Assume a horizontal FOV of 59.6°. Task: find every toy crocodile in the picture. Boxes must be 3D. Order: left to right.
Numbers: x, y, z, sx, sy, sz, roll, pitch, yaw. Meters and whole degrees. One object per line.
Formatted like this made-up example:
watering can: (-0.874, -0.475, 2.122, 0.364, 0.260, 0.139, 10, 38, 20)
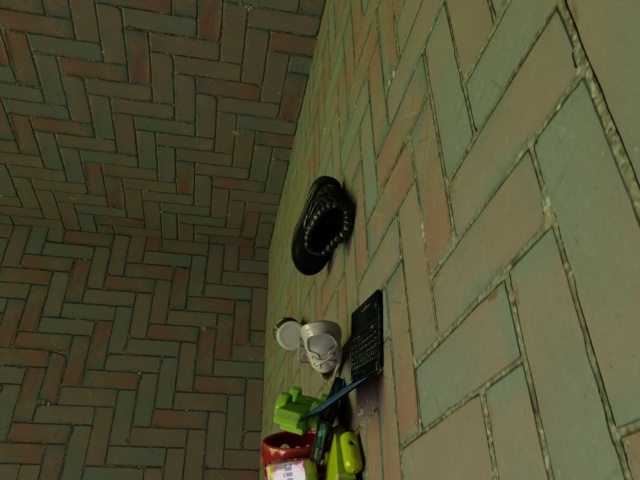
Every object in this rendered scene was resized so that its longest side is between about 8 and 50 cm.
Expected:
toy crocodile: (-0.045, 0.451, 1.453, 0.340, 0.115, 0.105, 41, -119, -77)

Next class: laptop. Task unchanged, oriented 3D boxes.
laptop: (0.040, 0.260, 1.238, 0.234, 0.136, 0.265, 120, 154, -66)

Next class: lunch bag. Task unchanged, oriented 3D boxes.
lunch bag: (-0.039, 0.356, 1.828, 0.053, 0.071, 0.083, 114, 160, -65)

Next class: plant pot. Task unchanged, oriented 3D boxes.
plant pot: (-0.057, 0.610, 1.481, 0.191, 0.191, 0.174, 156, 110, -79)

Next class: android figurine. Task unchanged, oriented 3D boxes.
android figurine: (0.045, 0.562, 1.267, 0.273, 0.056, 0.248, -98, 17, -65)

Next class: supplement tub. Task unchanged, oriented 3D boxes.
supplement tub: (-0.125, 0.362, 2.190, 0.190, 0.116, 0.117, 160, 115, -80)

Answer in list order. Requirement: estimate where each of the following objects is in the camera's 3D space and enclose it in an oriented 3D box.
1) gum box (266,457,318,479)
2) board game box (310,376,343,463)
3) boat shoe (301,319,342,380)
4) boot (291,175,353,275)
gum box: (-0.059, 0.613, 1.328, 0.062, 0.107, 0.189, 27, -131, -61)
board game box: (0.018, 0.442, 1.390, 0.186, 0.026, 0.126, -52, -26, -67)
boat shoe: (0.014, 0.286, 1.416, 0.277, 0.098, 0.096, 72, -169, -58)
boot: (-0.004, -0.001, 1.655, 0.260, 0.131, 0.348, -103, 22, -62)
